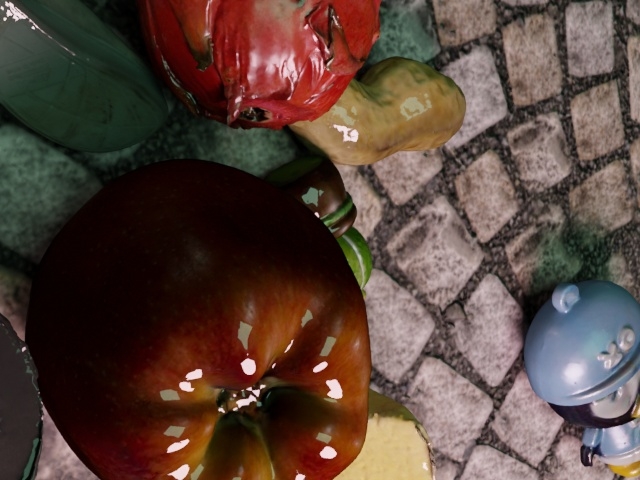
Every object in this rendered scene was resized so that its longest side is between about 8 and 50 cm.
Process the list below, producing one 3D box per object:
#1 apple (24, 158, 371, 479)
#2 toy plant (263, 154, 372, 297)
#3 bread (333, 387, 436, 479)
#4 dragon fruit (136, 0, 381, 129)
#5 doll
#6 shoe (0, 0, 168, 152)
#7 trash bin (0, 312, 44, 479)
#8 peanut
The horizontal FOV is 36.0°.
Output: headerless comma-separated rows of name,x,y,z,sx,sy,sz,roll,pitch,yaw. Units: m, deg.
apple,-0.103,0.084,0.827,0.288,0.317,0.288,-8,111,-21
toy plant,0.000,0.000,1.008,0.092,0.092,0.162,-33,113,-28
bread,0.030,0.271,1.009,0.135,0.178,0.240,-19,108,-33
dragon fruit,-0.052,-0.222,0.869,0.241,0.241,0.252,2,106,-35
doll,0.357,0.169,1.250,0.177,0.141,0.314,-44,121,-18
shoe,-0.236,-0.165,0.831,0.103,0.100,0.251,-36,141,18
trash bin,-0.324,0.097,0.663,0.252,0.301,0.203,-31,112,-28
peanut,0.057,-0.135,1.031,0.229,0.098,0.103,-12,61,-34
